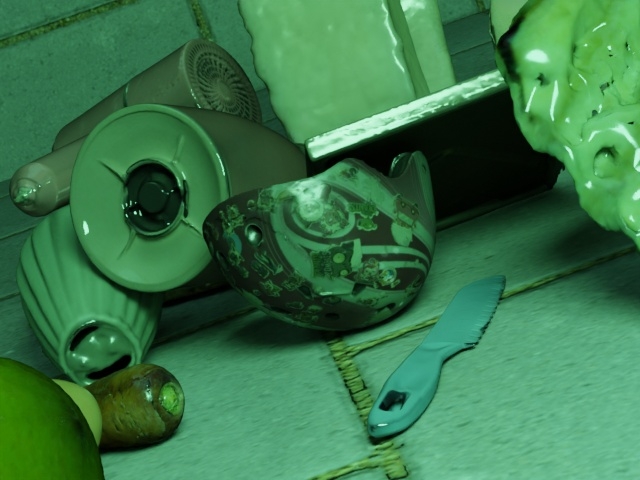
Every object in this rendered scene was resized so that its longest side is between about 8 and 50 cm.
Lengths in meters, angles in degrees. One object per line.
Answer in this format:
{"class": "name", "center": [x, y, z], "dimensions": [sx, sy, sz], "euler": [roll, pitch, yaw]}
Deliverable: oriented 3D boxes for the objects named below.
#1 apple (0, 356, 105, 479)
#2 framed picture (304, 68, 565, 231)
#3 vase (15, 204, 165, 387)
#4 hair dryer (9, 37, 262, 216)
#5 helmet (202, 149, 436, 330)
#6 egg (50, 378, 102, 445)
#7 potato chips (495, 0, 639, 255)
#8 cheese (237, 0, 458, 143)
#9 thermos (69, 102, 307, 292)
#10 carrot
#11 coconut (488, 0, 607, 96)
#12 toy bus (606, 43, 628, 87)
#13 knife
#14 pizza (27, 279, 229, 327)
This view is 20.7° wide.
{"class": "apple", "center": [-0.206, 0.146, 0.906], "dimensions": [0.196, 0.156, 0.196], "euler": [-18, 10, 3]}
{"class": "framed picture", "center": [0.099, -0.059, 1.390], "dimensions": [0.232, 0.024, 0.315], "euler": [-20, -16, -6]}
{"class": "vase", "center": [-0.188, 0.051, 1.450], "dimensions": [0.128, 0.128, 0.248], "euler": [-20, 20, -3]}
{"class": "hair dryer", "center": [-0.225, -0.082, 1.765], "dimensions": [0.210, 0.125, 0.352], "euler": [-29, 2, 29]}
{"class": "helmet", "center": [0.010, 0.013, 1.282], "dimensions": [0.177, 0.107, 0.153], "euler": [-9, -16, -37]}
{"class": "egg", "center": [-0.186, 0.131, 1.147], "dimensions": [0.096, 0.080, 0.080], "euler": [-22, 10, -41]}
{"class": "potato chips", "center": [0.330, -0.105, 1.094], "dimensions": [0.389, 0.097, 0.373], "euler": [-35, 53, -28]}
{"class": "cheese", "center": [0.042, -0.193, 1.788], "dimensions": [0.153, 0.332, 0.292], "euler": [-16, -15, 15]}
{"class": "thermos", "center": [-0.087, -0.039, 1.460], "dimensions": [0.176, 0.145, 0.265], "euler": [4, 5, 25]}
{"class": "carrot", "center": [-0.160, 0.125, 1.222], "dimensions": [0.161, 0.055, 0.055], "euler": [-20, 8, 39]}
{"class": "coconut", "center": [0.302, -0.251, 1.845], "dimensions": [0.224, 0.224, 0.234], "euler": [-28, 2, -38]}
{"class": "toy bus", "center": [0.396, -0.178, 1.346], "dimensions": [0.365, 0.201, 0.177], "euler": [-20, 12, 0]}
{"class": "knife", "center": [0.084, 0.068, 1.165], "dimensions": [0.045, 0.019, 0.313], "euler": [-7, 14, 18]}
{"class": "pizza", "center": [-0.139, -0.004, 1.739], "dimensions": [0.258, 0.087, 0.268], "euler": [-13, 10, 19]}
